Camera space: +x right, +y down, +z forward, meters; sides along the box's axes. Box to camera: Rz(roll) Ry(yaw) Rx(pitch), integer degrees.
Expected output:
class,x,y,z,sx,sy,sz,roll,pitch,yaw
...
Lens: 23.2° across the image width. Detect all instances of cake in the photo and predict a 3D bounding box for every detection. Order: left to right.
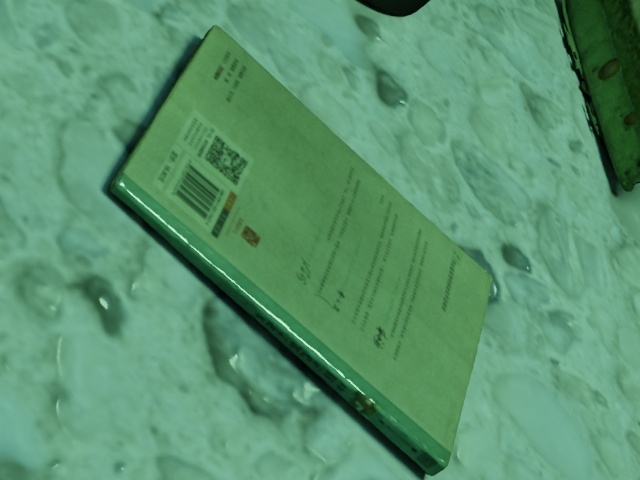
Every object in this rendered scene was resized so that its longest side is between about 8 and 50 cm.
class,x,y,z,sx,sy,sz,roll,pitch,yaw
cake,0.365,-0.153,1.530,0.172,0.158,0.283,28,41,-37

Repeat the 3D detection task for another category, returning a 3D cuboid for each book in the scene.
class,x,y,z,sx,sy,sz,roll,pitch,yaw
book,0.000,0.000,1.035,0.282,0.025,0.215,44,34,-14

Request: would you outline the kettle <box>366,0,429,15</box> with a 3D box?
class,x,y,z,sx,sy,sz,roll,pitch,yaw
kettle,0.126,-0.374,1.280,0.203,0.308,0.262,20,46,-47
